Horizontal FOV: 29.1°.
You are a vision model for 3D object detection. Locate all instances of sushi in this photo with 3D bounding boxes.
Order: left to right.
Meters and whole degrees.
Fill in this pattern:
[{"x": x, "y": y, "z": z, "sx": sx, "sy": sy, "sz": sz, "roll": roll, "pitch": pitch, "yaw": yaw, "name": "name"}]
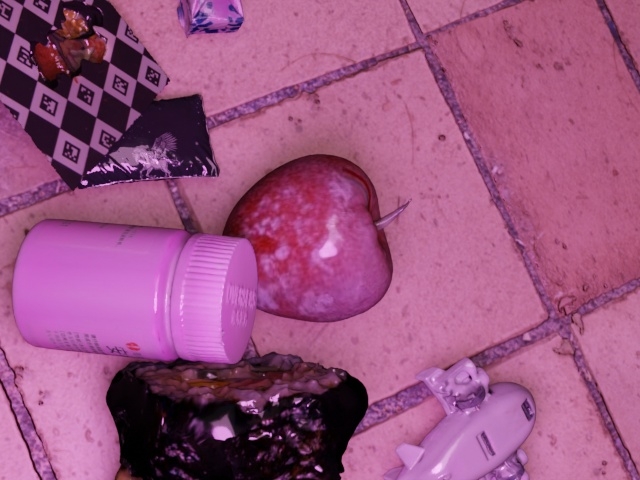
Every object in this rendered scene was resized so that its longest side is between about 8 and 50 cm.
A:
[{"x": -0.366, "y": -0.240, "z": 1.714, "sx": 0.264, "sy": 0.050, "sz": 0.290, "roll": 52, "pitch": 41, "yaw": -17, "name": "sushi"}, {"x": -0.112, "y": 0.302, "z": 1.623, "sx": 0.328, "sy": 0.328, "sz": 0.285, "roll": -4, "pitch": 94, "yaw": -30, "name": "sushi"}]

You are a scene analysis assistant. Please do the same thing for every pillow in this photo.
[{"x": -0.259, "y": -0.144, "z": 1.794, "sx": 0.208, "sy": 0.055, "sz": 0.141, "roll": -8, "pitch": 72, "yaw": -17, "name": "pillow"}]

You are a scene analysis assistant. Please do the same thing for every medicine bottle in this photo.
[{"x": -0.242, "y": 0.068, "z": 1.637, "sx": 0.290, "sy": 0.178, "sz": 0.178, "roll": 4, "pitch": 77, "yaw": 12, "name": "medicine bottle"}]

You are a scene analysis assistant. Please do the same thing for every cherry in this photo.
[{"x": 0.000, "y": 0.000, "z": 1.755, "sx": 0.285, "sy": 0.213, "sz": 0.236, "roll": -22, "pitch": 64, "yaw": 5, "name": "cherry"}]

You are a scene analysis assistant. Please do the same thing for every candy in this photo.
[{"x": -0.173, "y": -0.392, "z": 1.855, "sx": 0.092, "sy": 0.073, "sz": 0.160, "roll": -8, "pitch": 82, "yaw": -15, "name": "candy"}]

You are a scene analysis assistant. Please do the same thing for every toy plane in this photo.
[{"x": 0.211, "y": 0.294, "z": 1.804, "sx": 0.252, "sy": 0.118, "sz": 0.252, "roll": -2, "pitch": 95, "yaw": -25, "name": "toy plane"}]

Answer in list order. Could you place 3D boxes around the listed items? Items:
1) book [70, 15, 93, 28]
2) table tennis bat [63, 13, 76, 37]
[{"x": -0.466, "y": -0.399, "z": 1.800, "sx": 0.282, "sy": 0.025, "sz": 0.215, "roll": -6, "pitch": 82, "yaw": -16, "name": "book"}, {"x": -0.393, "y": -0.271, "z": 1.789, "sx": 0.095, "sy": 0.014, "sz": 0.158, "roll": -26, "pitch": 95, "yaw": -16, "name": "table tennis bat"}]
